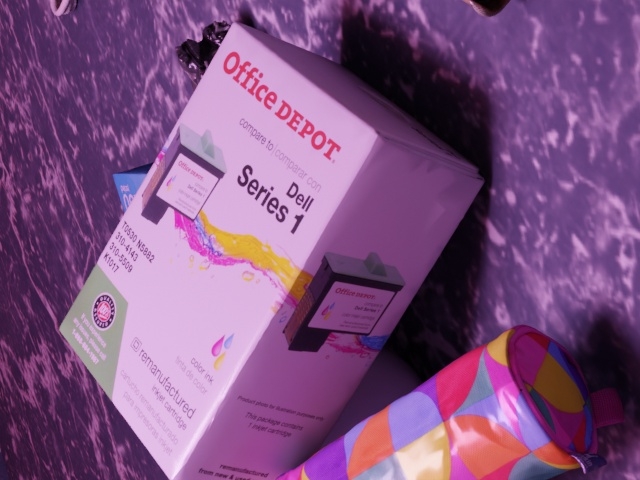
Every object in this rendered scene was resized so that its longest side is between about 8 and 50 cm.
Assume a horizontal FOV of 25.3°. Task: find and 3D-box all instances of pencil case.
[{"bbox_3d":[0.075,0.148,0.926,0.236,0.104,0.104,-34,74,29],"label":"pencil case"}]

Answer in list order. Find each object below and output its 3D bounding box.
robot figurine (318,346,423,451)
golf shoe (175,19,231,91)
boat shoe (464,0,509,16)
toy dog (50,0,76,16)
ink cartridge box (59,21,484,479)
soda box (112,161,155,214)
[{"bbox_3d":[0.011,0.215,1.144,0.209,0.173,0.278,14,115,51],"label":"robot figurine"},{"bbox_3d":[-0.047,-0.097,1.196,0.198,0.077,0.094,57,170,32],"label":"golf shoe"},{"bbox_3d":[0.088,-0.167,0.856,0.190,0.068,0.072,8,126,63],"label":"boat shoe"},{"bbox_3d":[-0.384,-0.399,1.552,0.220,0.161,0.334,49,148,39],"label":"toy dog"},{"bbox_3d":[-0.043,0.012,1.021,0.201,0.117,0.278,43,106,45],"label":"ink cartridge box"},{"bbox_3d":[-0.133,-0.042,1.402,0.210,0.067,0.071,6,112,64],"label":"soda box"}]
